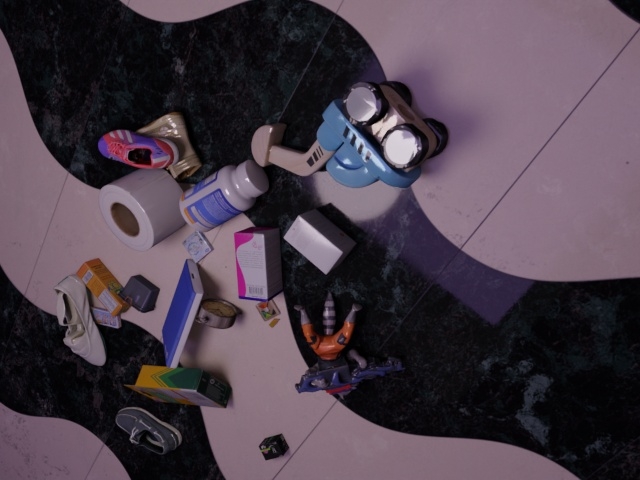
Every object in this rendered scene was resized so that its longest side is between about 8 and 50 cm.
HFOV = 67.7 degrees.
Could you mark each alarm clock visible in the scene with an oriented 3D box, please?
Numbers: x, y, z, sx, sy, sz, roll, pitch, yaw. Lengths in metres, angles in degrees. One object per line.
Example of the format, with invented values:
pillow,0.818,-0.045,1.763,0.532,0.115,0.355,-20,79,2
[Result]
alarm clock,-0.358,0.253,1.604,0.129,0.192,0.064,25,100,17

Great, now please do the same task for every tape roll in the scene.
tape roll,-0.587,-0.107,1.588,0.246,0.169,0.246,19,130,24

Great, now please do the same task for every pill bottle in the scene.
pill bottle,-0.301,-0.144,1.509,0.272,0.152,0.152,-25,92,25

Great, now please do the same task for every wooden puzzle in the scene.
wooden puzzle,-0.180,0.236,1.625,0.078,0.014,0.116,-39,86,25

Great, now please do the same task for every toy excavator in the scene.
toy excavator,0.049,-0.258,1.319,0.433,0.222,0.445,49,124,7

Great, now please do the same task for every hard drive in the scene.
hard drive,-0.489,0.254,1.674,0.319,0.040,0.210,-66,32,21

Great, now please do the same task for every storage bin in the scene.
storage bin,-0.678,0.195,1.786,0.135,0.098,0.091,32,102,13

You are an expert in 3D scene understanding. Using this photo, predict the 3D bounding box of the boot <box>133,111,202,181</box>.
boot,-0.530,-0.288,1.606,0.262,0.095,0.203,-21,95,23

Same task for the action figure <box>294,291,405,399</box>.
action figure,0.081,0.341,1.495,0.341,0.178,0.330,-6,109,-4

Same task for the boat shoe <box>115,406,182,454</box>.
boat shoe,-0.719,0.773,1.932,0.319,0.099,0.116,15,108,19

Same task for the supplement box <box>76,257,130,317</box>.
supplement box,-0.834,0.182,1.853,0.080,0.078,0.233,-43,85,22

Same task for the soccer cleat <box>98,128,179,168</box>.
soccer cleat,-0.607,-0.288,1.519,0.318,0.116,0.109,12,116,21

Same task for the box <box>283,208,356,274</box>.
box,0.000,0.000,1.428,0.170,0.130,0.091,41,113,10

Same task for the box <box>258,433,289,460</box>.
box,-0.169,0.746,1.721,0.083,0.052,0.062,-26,91,25

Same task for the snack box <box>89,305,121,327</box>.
snack box,-0.886,0.308,1.934,0.178,0.022,0.064,7,105,21

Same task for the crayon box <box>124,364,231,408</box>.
crayon box,-0.517,0.531,1.738,0.323,0.083,0.203,-4,145,23

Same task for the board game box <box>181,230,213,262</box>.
board game box,-0.432,0.019,1.675,0.090,0.020,0.090,-36,87,25

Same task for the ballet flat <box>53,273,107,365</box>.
ballet flat,-0.969,0.336,1.892,0.139,0.139,0.400,-3,104,23

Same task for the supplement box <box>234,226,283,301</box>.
supplement box,-0.198,0.073,1.539,0.111,0.114,0.220,4,105,23
